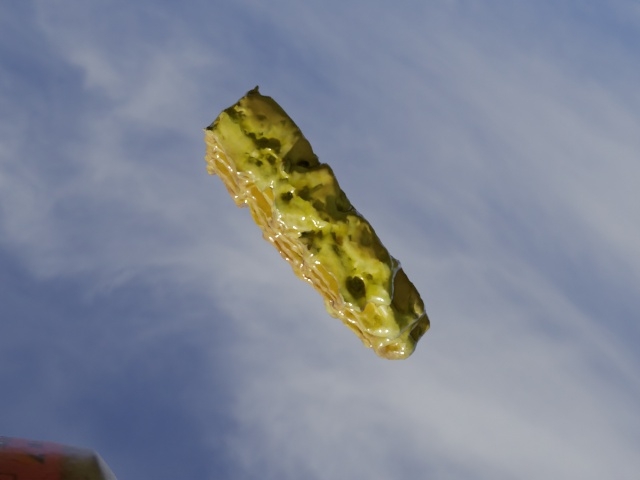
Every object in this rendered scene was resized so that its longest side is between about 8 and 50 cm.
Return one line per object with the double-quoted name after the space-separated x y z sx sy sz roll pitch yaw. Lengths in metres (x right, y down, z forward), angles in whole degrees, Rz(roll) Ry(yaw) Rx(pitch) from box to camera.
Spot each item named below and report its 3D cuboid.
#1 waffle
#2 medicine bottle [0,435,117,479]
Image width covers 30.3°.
0.000 0.001 0.908 0.057 0.229 0.219 -39 -93 -7 "waffle"
-0.231 0.159 0.588 0.247 0.147 0.147 10 -136 -12 "medicine bottle"
